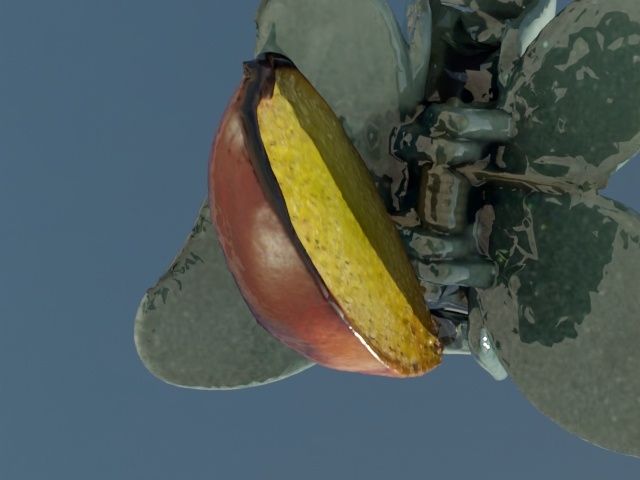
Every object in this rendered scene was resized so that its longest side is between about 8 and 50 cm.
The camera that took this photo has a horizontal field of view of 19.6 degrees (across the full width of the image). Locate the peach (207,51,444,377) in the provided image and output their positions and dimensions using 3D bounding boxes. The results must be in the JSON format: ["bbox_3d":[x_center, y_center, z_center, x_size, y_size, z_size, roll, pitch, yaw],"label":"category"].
[{"bbox_3d":[-0.004,0.000,1.130,0.068,0.279,0.189,-17,-136,19],"label":"peach"}]

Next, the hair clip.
[{"bbox_3d":[0.095,-0.043,1.329,0.392,0.238,0.318,6,-82,9],"label":"hair clip"}]
